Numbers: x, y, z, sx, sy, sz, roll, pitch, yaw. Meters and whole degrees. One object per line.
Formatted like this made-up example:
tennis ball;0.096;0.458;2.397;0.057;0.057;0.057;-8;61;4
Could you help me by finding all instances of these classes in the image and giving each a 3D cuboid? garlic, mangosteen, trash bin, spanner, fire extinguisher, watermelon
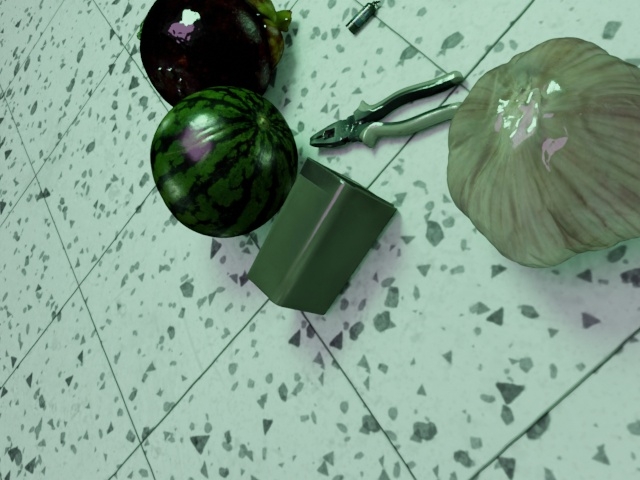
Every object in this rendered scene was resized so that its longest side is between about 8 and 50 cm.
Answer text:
garlic;0.306;-0.125;0.833;0.317;0.259;0.318;-9;74;31
mangosteen;-0.234;-0.419;1.315;0.296;0.297;0.314;-3;67;36
trash bin;0.000;0.000;1.090;0.122;0.164;0.241;39;103;39
spanner;0.116;-0.225;1.145;0.324;0.040;0.096;-12;68;32
fire extinguisher;0.088;-0.459;1.249;0.083;0.025;0.038;-41;33;20
watermelon;-0.185;-0.153;1.190;0.285;0.285;0.285;-12;69;34

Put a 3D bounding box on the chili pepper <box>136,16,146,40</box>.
chili pepper;-0.424;-0.593;1.656;0.226;0.059;0.088;-18;70;34
